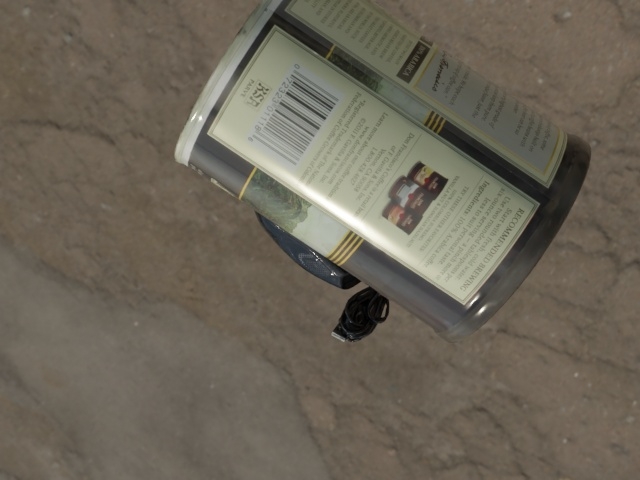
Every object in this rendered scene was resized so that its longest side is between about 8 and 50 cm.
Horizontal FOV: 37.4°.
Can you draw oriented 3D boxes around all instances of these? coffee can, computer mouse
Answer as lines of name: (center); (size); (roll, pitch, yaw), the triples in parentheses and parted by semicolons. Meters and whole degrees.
coffee can: (0.049, -0.074, 0.782); (0.275, 0.201, 0.201); (34, 140, -3)
computer mouse: (0.000, 0.000, 1.318); (0.272, 0.188, 0.072); (46, 146, -6)
